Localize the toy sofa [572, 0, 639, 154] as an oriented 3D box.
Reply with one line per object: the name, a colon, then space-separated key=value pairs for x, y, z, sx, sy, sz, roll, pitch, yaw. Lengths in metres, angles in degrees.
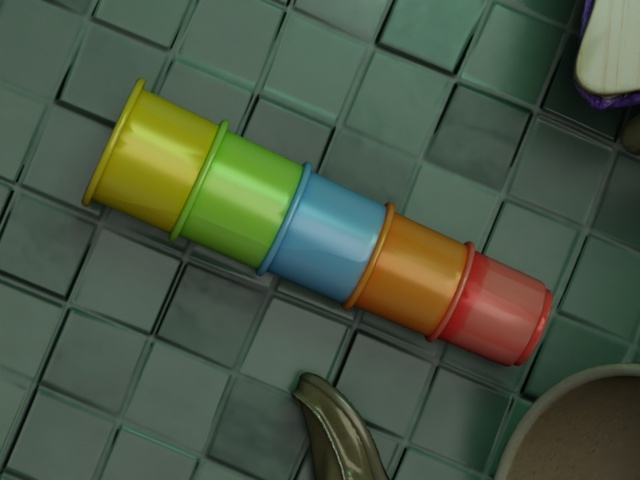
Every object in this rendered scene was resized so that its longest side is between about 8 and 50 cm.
toy sofa: x=0.258 y=-0.243 z=1.221 sx=0.177 sy=0.150 sz=0.362 roll=5 pitch=86 yaw=-2

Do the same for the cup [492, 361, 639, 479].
cup: x=0.296 y=0.226 z=1.139 sx=0.237 sy=0.331 sz=0.331 roll=-6 pitch=87 yaw=-31

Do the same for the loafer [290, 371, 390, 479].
loafer: x=0.017 y=0.158 z=1.220 sx=0.050 sy=0.056 sz=0.148 roll=-30 pitch=90 yaw=-13

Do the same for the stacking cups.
stacking cups: x=0.000 y=0.000 z=1.221 sx=0.316 sy=0.096 sz=0.096 roll=25 pitch=85 yaw=-9
